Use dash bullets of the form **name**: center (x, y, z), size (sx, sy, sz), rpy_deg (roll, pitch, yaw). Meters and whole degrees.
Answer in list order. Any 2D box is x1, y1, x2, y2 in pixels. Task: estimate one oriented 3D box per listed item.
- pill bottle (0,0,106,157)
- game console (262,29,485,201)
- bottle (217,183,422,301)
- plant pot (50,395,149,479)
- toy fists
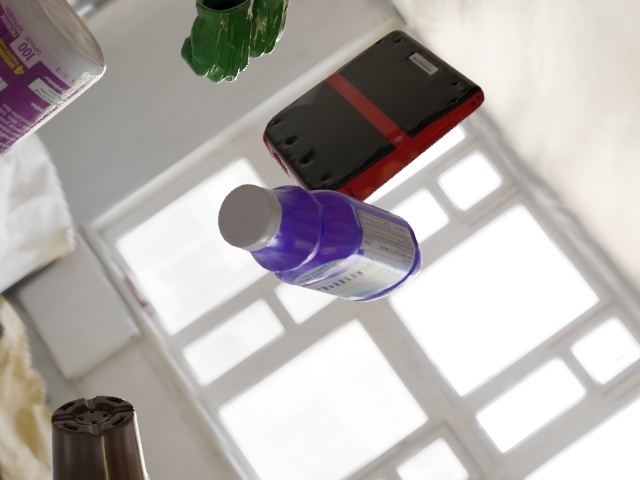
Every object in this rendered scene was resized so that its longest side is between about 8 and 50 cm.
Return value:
- **pill bottle**: center (-0.439, -0.192, 1.577), size (0.169, 0.301, 0.169), rpy_deg (51, 10, -12)
- **game console**: center (0.081, -0.213, 2.171), size (0.060, 0.342, 0.386), rpy_deg (56, -2, -32)
- **bottle**: center (0.000, 0.000, 1.332), size (0.283, 0.118, 0.092), rpy_deg (19, 49, -56)
- **plant pot**: center (-0.336, 0.335, 1.859), size (0.167, 0.167, 0.165), rpy_deg (-132, -142, -64)
- **toy fists**: center (-0.135, -0.353, 2.008), size (0.096, 0.279, 0.142), rpy_deg (18, -56, 16)
